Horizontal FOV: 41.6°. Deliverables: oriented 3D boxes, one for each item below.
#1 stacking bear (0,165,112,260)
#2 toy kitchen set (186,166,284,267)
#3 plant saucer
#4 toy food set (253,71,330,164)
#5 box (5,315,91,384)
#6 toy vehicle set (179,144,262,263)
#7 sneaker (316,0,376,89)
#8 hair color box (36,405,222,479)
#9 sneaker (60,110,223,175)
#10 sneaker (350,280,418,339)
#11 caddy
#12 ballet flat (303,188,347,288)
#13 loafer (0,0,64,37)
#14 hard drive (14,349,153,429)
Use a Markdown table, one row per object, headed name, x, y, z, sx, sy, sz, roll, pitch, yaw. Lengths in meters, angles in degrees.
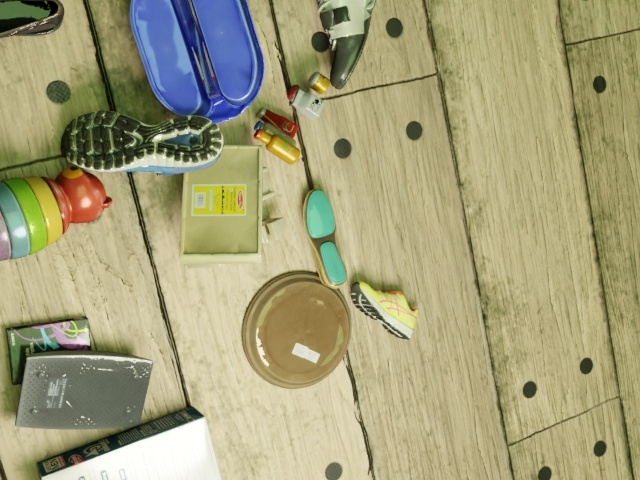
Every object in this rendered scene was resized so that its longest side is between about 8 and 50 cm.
| name | x | y | z | sx | sy | sz | roll | pitch | yaw |
| --- | --- | --- | --- | --- | --- | --- | --- | --- | --- |
| stacking bear | -0.555 | -0.060 | 1.630 | 0.289 | 0.175 | 0.164 | -22 | 125 | -31 |
| toy kitchen set | -0.203 | -0.053 | 1.831 | 0.207 | 0.122 | 0.166 | -27 | 105 | -41 |
| plant saucer | -0.046 | 0.210 | 1.946 | 0.278 | 0.041 | 0.277 | -2 | 96 | -25 |
| toy food set | -0.073 | -0.282 | 1.849 | 0.104 | 0.111 | 0.232 | 31 | 69 | -23 |
| box | -0.552 | 0.225 | 1.718 | 0.162 | 0.029 | 0.116 | -7 | 97 | -23 |
| toy vehicle set | -0.204 | -0.079 | 1.755 | 0.166 | 0.035 | 0.266 | 1 | 64 | -3 |
| sneaker | 0.042 | -0.509 | 1.899 | 0.146 | 0.122 | 0.330 | 14 | 87 | -11 |
| hair color box | -0.397 | 0.494 | 1.768 | 0.347 | 0.105 | 0.173 | -17 | 101 | -23 |
| sneaker | -0.359 | -0.179 | 1.710 | 0.330 | 0.147 | 0.129 | 3 | 76 | -1 |
| sneaker | 0.156 | 0.149 | 2.019 | 0.208 | 0.081 | 0.094 | 41 | 70 | -29 |
| caddy | -0.251 | -0.407 | 1.731 | 0.241 | 0.179 | 0.341 | -16 | 102 | 0 |
| ballet flat | 0.000 | 0.000 | 1.931 | 0.080 | 0.073 | 0.232 | -10 | 84 | -21 |
| loafer | -0.637 | -0.424 | 1.591 | 0.303 | 0.095 | 0.109 | -15 | 100 | -23 |
| hard drive | -0.483 | 0.301 | 1.718 | 0.255 | 0.054 | 0.172 | 6 | 109 | -28 |
